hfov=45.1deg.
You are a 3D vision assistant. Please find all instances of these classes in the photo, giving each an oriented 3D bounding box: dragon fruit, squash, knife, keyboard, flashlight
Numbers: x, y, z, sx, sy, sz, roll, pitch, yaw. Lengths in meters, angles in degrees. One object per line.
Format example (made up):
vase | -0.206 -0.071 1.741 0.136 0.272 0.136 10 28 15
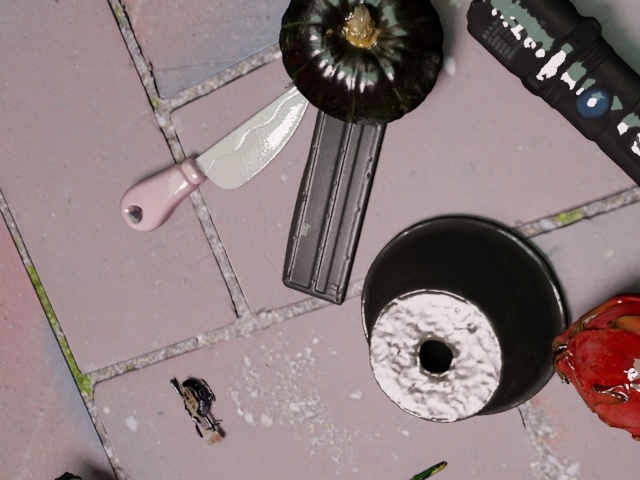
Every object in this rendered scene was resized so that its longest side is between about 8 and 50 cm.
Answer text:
dragon fruit | 0.369 0.140 0.846 0.210 0.172 0.172 24 110 3
squash | 0.048 -0.228 0.897 0.193 0.156 0.193 -1 114 -2
knife | -0.141 -0.103 1.058 0.336 0.043 0.081 -29 96 22
keyboard | 0.004 -0.001 1.031 0.104 0.041 0.380 19 101 17
flashlight | 0.333 -0.128 0.842 0.424 0.103 0.103 46 113 5

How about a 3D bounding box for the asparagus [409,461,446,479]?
asparagus | 0.111 0.351 1.076 0.166 0.013 0.016 -40 75 23

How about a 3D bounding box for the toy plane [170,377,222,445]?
toy plane | -0.181 0.252 1.156 0.049 0.031 0.120 -35 86 29

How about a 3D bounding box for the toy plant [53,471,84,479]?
toy plant | -0.295 0.520 1.160 0.333 0.247 0.247 20 108 13

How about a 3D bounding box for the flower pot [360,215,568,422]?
flower pot | 0.155 0.116 0.927 0.269 0.166 0.268 5 106 19
